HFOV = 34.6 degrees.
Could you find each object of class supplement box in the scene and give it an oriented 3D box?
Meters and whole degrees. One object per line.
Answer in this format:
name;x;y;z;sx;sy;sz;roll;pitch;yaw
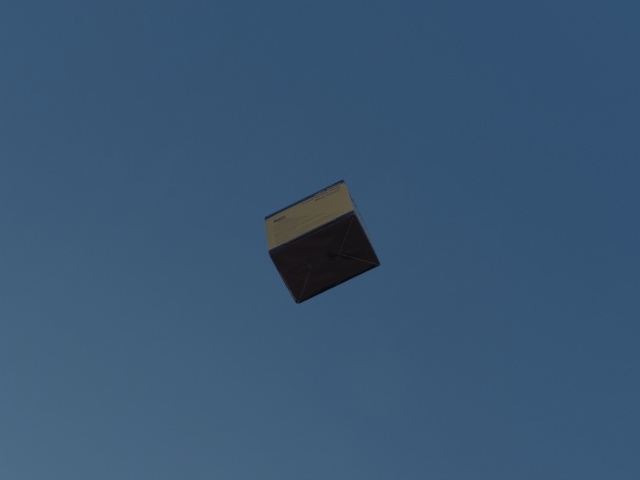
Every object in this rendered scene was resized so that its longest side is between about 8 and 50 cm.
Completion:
supplement box;0.000;0.000;0.911;0.083;0.083;0.056;-25;-66;5
